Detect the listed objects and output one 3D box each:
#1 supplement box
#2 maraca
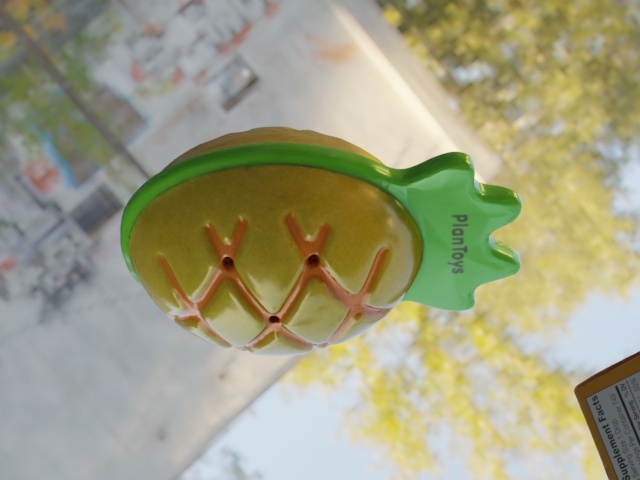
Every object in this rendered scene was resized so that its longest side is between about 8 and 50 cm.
[{"bbox_3d":[0.257,0.191,1.263,0.080,0.078,0.233,-27,-133,15],"label":"supplement box"},{"bbox_3d":[0.000,0.000,0.831,0.186,0.127,0.099,-2,-128,3],"label":"maraca"}]
